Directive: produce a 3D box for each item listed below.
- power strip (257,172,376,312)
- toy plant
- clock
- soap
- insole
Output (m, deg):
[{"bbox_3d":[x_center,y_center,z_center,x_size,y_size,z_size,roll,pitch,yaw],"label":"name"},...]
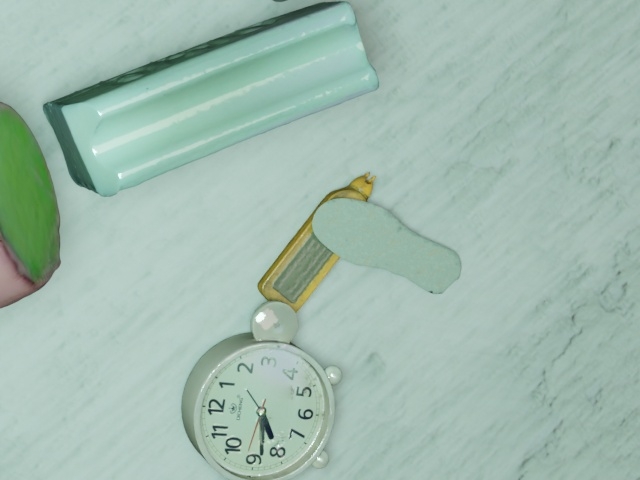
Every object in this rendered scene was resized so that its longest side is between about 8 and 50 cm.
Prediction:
[{"bbox_3d":[0.000,0.000,1.723,0.049,0.028,0.178,40,84,-18],"label":"power strip"},{"bbox_3d":[-0.416,0.017,1.487,0.356,0.210,0.317,-14,103,5],"label":"toy plant"},{"bbox_3d":[-0.063,0.172,1.708,0.155,0.063,0.229,5,99,-21],"label":"clock"},{"bbox_3d":[-0.109,-0.140,1.595,0.289,0.173,0.095,-23,102,-14],"label":"soap"},{"bbox_3d":[0.072,0.005,1.738,0.197,0.004,0.065,23,92,-31],"label":"insole"}]
